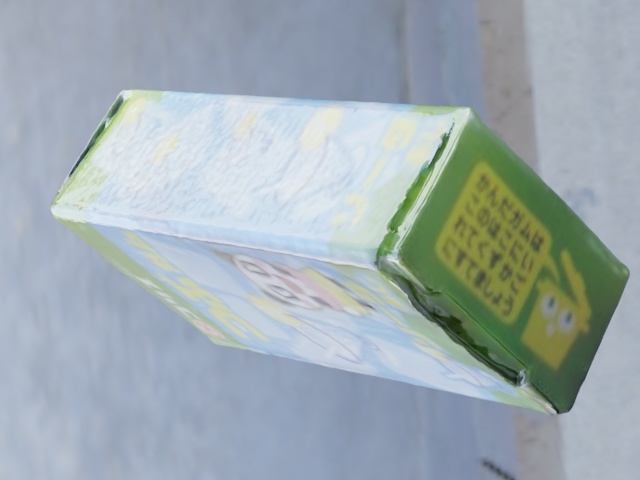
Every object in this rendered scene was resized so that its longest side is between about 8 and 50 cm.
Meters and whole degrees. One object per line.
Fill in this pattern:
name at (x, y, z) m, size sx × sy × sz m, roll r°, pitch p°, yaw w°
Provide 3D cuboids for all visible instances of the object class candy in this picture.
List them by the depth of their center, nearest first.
candy at (0.000, 0.000, 0.620) m, size 0.194 × 0.097 × 0.062 m, roll 8°, pitch 64°, yaw 50°
